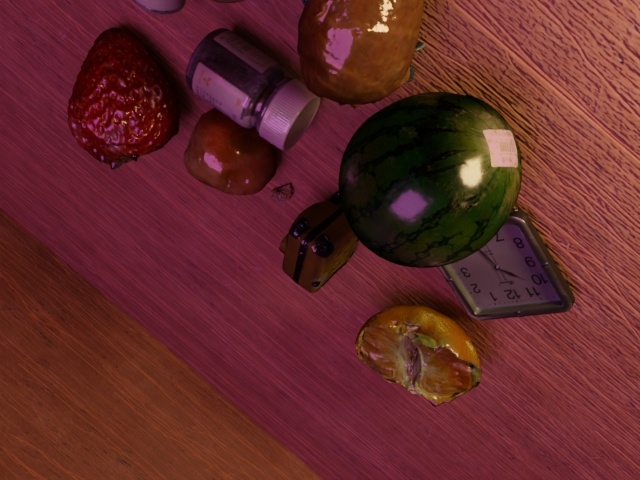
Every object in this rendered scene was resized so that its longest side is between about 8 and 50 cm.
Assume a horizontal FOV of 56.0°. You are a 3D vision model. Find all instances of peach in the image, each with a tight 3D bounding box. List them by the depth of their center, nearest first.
[{"bbox_3d":[-0.221,-0.214,1.519,0.235,0.214,0.214,32,145,-19],"label":"peach"}]

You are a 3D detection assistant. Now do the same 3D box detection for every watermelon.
[{"bbox_3d":[0.199,-0.111,1.145,0.363,0.363,0.363,23,139,21],"label":"watermelon"}]

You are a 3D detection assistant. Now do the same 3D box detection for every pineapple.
[{"bbox_3d":[-0.100,-0.128,1.633,0.083,0.019,0.045,-12,116,42],"label":"pineapple"}]

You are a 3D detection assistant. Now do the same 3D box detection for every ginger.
[{"bbox_3d":[0.066,-0.349,1.031,0.269,0.200,0.223,172,88,-72],"label":"ginger"}]

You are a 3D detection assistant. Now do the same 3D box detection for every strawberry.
[{"bbox_3d":[-0.528,-0.353,1.560,0.292,0.291,0.310,-5,131,42],"label":"strawberry"}]

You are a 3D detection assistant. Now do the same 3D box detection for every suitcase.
[{"bbox_3d":[0.000,0.000,1.538,0.143,0.194,0.235,37,143,17],"label":"suitcase"}]

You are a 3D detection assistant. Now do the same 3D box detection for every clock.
[{"bbox_3d":[0.403,0.060,1.378,0.273,0.049,0.279,-15,117,47],"label":"clock"}]

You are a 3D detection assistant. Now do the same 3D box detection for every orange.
[{"bbox_3d":[0.269,0.285,1.599,0.335,0.196,0.262,16,151,34],"label":"orange"}]

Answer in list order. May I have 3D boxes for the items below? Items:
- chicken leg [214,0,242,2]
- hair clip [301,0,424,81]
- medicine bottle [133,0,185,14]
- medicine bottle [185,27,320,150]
[{"bbox_3d":[-0.084,-0.533,1.136,0.429,0.152,0.201,9,146,24],"label":"chicken leg"},{"bbox_3d":[0.073,-0.408,1.191,0.275,0.048,0.083,31,146,13],"label":"hair clip"},{"bbox_3d":[-0.328,-0.613,1.240,0.143,0.143,0.258,35,142,6],"label":"medicine bottle"},{"bbox_3d":[-0.151,-0.336,1.349,0.273,0.165,0.165,36,142,5],"label":"medicine bottle"}]
